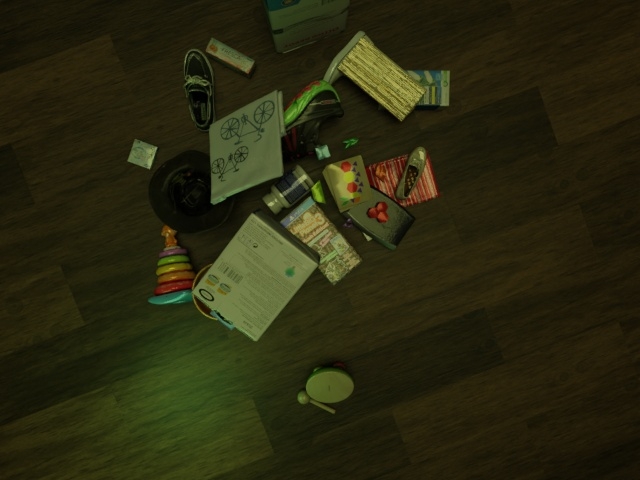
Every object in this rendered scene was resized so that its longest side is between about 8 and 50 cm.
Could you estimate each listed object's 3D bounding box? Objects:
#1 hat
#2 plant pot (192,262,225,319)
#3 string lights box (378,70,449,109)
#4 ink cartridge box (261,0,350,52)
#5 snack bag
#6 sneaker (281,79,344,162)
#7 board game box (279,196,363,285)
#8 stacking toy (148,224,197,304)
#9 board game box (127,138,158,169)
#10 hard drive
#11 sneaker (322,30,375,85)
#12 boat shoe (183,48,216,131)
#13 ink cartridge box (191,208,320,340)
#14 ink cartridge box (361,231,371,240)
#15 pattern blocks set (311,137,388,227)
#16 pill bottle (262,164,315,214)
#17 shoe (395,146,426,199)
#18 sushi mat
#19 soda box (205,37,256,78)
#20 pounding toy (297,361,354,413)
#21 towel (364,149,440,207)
[{"bbox_3d":[-0.460,-0.162,1.576,0.331,0.134,0.331,-1,77,4],"label":"hat"},{"bbox_3d":[-0.349,0.173,1.565,0.205,0.188,0.205,0,92,-2],"label":"plant pot"},{"bbox_3d":[0.354,-0.574,1.618,0.259,0.077,0.133,-1,94,-2],"label":"string lights box"},{"bbox_3d":[-0.056,-0.836,1.436,0.285,0.395,0.166,-19,91,-2],"label":"ink cartridge box"},{"bbox_3d":[-0.253,-0.317,1.451,0.323,0.037,0.343,-17,66,26],"label":"snack bag"},{"bbox_3d":[-0.106,-0.363,1.554,0.483,0.185,0.202,-43,108,10],"label":"sneaker"},{"bbox_3d":[0.000,0.000,1.550,0.141,0.232,0.291,-40,94,-1],"label":"board game box"},{"bbox_3d":[-0.552,0.084,1.586,0.175,0.166,0.302,-14,81,10],"label":"stacking toy"},{"bbox_3d":[-0.678,-0.329,1.616,0.090,0.020,0.090,20,91,-3],"label":"board game box"},{"bbox_3d":[0.226,-0.093,1.614,0.254,0.054,0.172,35,91,-5],"label":"hard drive"},{"bbox_3d":[0.109,-0.671,1.596,0.091,0.094,0.258,39,90,1],"label":"sneaker"},{"bbox_3d":[-0.457,-0.567,1.572,0.113,0.105,0.306,-2,92,-2],"label":"boat shoe"},{"bbox_3d":[-0.224,0.132,1.384,0.270,0.151,0.395,38,97,-3],"label":"ink cartridge box"},{"bbox_3d":[0.183,-0.045,1.656,0.048,0.028,0.083,-30,92,-2],"label":"ink cartridge box"},{"bbox_3d":[0.106,-0.207,1.555,0.285,0.026,0.325,-9,97,-3],"label":"pattern blocks set"},{"bbox_3d":[-0.123,-0.187,1.597,0.186,0.112,0.112,-39,93,-1],"label":"pill bottle"},{"bbox_3d":[0.353,-0.255,1.611,0.076,0.058,0.219,22,92,-6],"label":"shoe"},{"bbox_3d":[0.231,-0.594,1.560,0.316,0.019,0.151,37,91,-6],"label":"sushi mat"},{"bbox_3d":[-0.336,-0.686,1.594,0.183,0.063,0.058,28,91,-4],"label":"soda box"},{"bbox_3d":[0.025,0.548,1.652,0.182,0.110,0.237,20,121,-14],"label":"pounding toy"},{"bbox_3d":[0.316,-0.228,1.655,0.274,0.031,0.199,-16,94,-2],"label":"towel"}]
